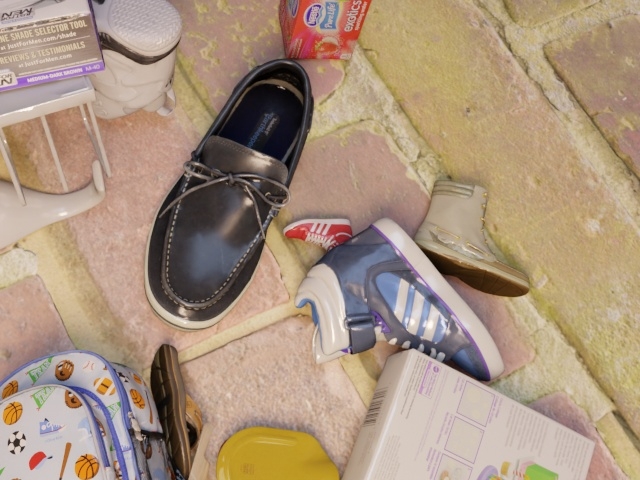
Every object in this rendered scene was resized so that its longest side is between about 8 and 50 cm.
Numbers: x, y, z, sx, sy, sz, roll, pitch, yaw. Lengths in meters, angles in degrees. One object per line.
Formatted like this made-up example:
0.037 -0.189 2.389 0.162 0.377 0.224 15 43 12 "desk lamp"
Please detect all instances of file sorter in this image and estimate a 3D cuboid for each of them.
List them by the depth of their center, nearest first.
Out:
-0.461 -0.153 1.291 0.278 0.173 0.193 -20 43 -14 "file sorter"

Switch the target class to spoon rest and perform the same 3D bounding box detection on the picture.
-0.465 -0.054 1.387 0.276 0.084 0.137 -13 67 -4 "spoon rest"

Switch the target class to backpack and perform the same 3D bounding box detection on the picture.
-0.326 0.278 1.152 0.277 0.213 0.263 -20 61 4 "backpack"

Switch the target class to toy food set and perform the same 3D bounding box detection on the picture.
-0.086 0.339 1.287 0.218 0.071 0.128 12 58 -12 "toy food set"

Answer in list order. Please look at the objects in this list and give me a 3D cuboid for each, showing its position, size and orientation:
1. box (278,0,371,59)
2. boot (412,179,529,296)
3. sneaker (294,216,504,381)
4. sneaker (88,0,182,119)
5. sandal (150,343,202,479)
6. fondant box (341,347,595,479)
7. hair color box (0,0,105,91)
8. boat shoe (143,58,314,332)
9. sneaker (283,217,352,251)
0.012 -0.440 1.566 0.128 0.257 0.122 -2 64 -14 "box"
0.271 -0.006 1.527 0.213 0.077 0.165 22 61 1 "boot"
0.107 0.148 1.407 0.236 0.130 0.322 -39 92 -7 "sneaker"
-0.391 -0.317 1.446 0.366 0.210 0.137 18 53 10 "sneaker"
-0.205 0.257 1.301 0.060 0.090 0.219 9 54 -33 "sandal"
0.214 0.336 1.299 0.330 0.096 0.238 28 68 -11 "fondant box"
-0.428 -0.366 1.277 0.185 0.110 0.338 -13 51 -9 "hair color box"
-0.138 -0.090 1.428 0.187 0.156 0.500 25 64 -3 "boat shoe"
0.000 0.000 1.478 0.119 0.042 0.067 -5 63 -17 "sneaker"
